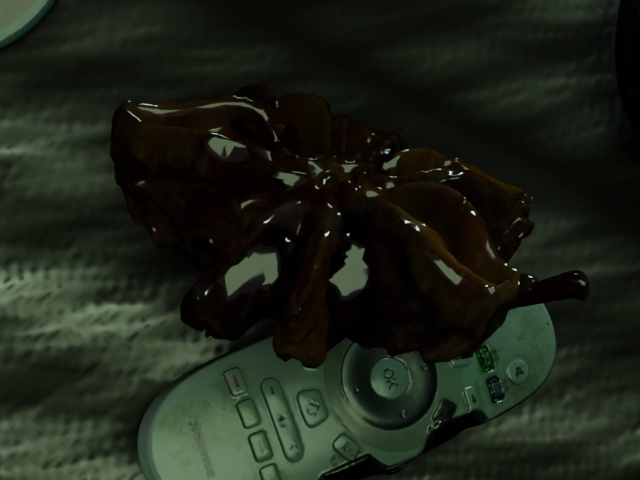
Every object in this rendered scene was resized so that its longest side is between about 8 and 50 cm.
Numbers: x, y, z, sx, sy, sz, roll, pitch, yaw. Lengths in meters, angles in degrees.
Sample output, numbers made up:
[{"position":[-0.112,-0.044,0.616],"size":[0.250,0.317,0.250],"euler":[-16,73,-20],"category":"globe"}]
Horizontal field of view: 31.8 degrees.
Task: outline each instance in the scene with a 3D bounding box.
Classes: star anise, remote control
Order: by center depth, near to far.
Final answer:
[{"position":[0.000,0.000,0.569],"size":[0.220,0.190,0.126],"euler":[36,112,30],"category":"star anise"},{"position":[0.021,0.086,0.635],"size":[0.256,0.045,0.097],"euler":[-16,83,-17],"category":"remote control"}]

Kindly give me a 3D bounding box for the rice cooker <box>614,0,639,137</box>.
[{"position":[0.309,-0.127,0.630],"size":[0.267,0.224,0.267],"euler":[1,84,-13],"category":"rice cooker"}]

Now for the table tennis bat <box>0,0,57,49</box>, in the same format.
[{"position":[-0.249,-0.193,0.597],"size":[0.244,0.040,0.153],"euler":[28,81,-15],"category":"table tennis bat"}]
